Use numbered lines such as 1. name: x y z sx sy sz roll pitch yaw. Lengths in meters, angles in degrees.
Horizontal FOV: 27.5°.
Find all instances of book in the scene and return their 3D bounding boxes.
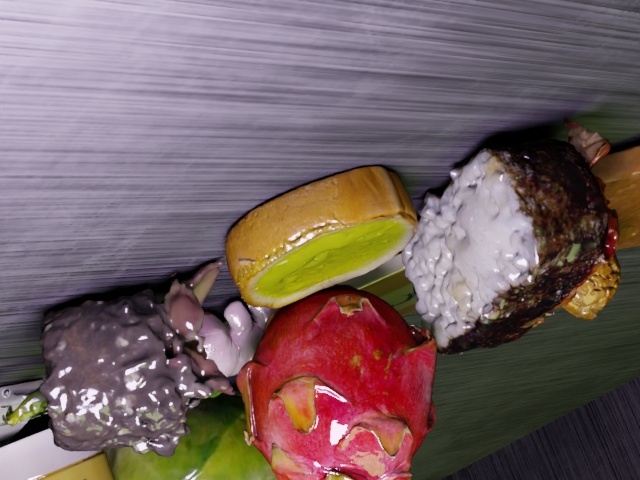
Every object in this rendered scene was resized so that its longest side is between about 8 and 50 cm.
1. book: 0.039 0.105 1.898 0.389 0.032 0.269 -24 162 12

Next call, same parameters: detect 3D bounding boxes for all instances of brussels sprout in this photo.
1. brussels sprout: -0.197 0.375 2.025 0.355 0.281 0.289 -4 -159 22

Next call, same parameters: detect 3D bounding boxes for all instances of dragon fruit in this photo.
1. dragon fruit: 0.026 0.177 1.595 0.250 0.250 0.315 -42 -167 47

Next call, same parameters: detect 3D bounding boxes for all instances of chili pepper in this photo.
1. chili pepper: -0.271 0.199 1.762 0.085 0.076 0.359 -3 176 37

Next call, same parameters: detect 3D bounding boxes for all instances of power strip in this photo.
1. power strip: -0.433 0.238 1.760 0.081 0.035 0.192 -6 156 -36

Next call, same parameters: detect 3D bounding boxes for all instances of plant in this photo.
1. plant: -0.214 0.151 1.524 0.234 0.204 0.178 -8 160 -16

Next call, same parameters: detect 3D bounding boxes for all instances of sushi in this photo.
1. sushi: 0.227 -0.004 1.557 0.182 0.196 0.343 -18 158 -32

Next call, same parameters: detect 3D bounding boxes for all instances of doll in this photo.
1. doll: -0.135 0.139 1.710 0.192 0.095 0.149 -15 163 -26

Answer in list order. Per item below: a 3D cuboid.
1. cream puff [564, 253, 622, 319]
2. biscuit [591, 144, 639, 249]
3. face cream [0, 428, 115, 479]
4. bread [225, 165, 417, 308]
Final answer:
1. cream puff: 0.339 0.036 1.714 0.103 0.126 0.144 -43 162 13
2. biscuit: 0.363 -0.033 1.814 0.312 0.057 0.351 -28 158 21
3. face cream: -0.399 0.369 1.859 0.218 0.179 0.218 -22 176 -1
4. bread: 0.000 0.000 1.502 0.236 0.070 0.236 -20 162 -7
